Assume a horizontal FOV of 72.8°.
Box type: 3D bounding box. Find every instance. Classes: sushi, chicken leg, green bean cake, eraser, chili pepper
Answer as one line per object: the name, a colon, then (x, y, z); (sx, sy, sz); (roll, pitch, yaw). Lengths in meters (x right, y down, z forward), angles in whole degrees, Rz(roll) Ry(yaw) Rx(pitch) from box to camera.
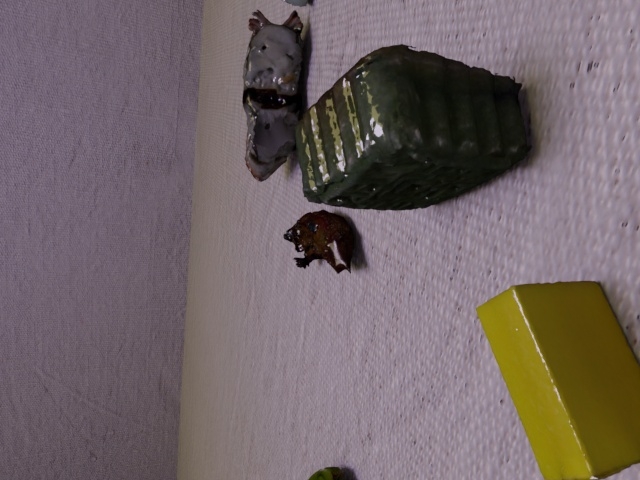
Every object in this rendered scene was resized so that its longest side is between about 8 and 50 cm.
sushi: (-0.098, -0.290, 0.891); (0.130, 0.124, 0.332); (-167, 77, -76)
chicken leg: (0.000, 0.000, 0.741); (0.234, 0.063, 0.105); (2, 96, 64)
green bean cake: (0.082, -0.090, 0.428); (0.173, 0.181, 0.094); (-23, 69, 60)
eraser: (0.179, 0.093, 0.309); (0.045, 0.097, 0.122); (-50, 45, 50)
chili pepper: (0.005, 0.418, 0.737); (0.052, 0.050, 0.202); (58, 145, 24)

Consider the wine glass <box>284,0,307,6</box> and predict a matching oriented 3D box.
wine glass: (-0.031, -0.547, 0.805); (0.079, 0.079, 0.195); (-115, 36, -43)
